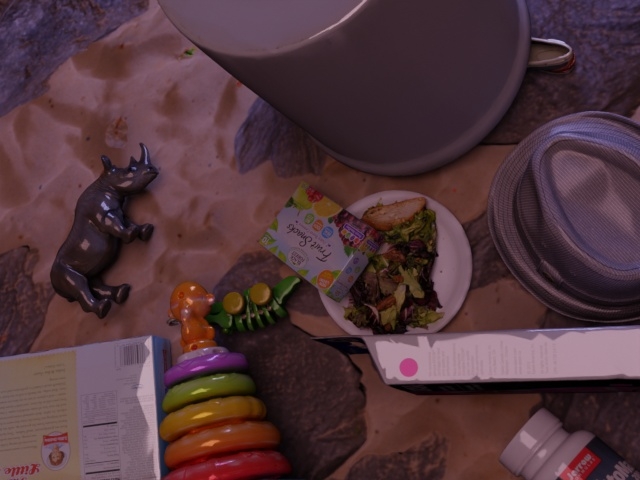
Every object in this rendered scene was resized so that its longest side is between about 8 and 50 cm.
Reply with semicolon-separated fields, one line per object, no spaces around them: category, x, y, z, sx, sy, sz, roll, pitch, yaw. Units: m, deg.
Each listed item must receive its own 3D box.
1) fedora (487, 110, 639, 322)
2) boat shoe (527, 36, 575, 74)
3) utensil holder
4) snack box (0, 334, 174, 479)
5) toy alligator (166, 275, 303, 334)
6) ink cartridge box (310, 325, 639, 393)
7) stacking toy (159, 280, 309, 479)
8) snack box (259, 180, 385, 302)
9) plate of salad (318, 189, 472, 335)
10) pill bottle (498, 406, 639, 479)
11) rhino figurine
fedora;0.318;-0.039;1.193;0.244;0.124;0.275;-35;71;6
boat shoe;0.251;-0.235;1.300;0.137;0.043;0.049;10;83;19
utensil holder;0.036;-0.277;1.169;0.328;0.385;0.327;-5;76;23
snack box;-0.350;0.240;1.358;0.322;0.060;0.187;-9;75;14
toy alligator;-0.106;0.097;1.321;0.190;0.056;0.051;-20;73;12
ink cartridge box;0.189;0.137;1.163;0.371;0.176;0.069;-1;78;16
stacking toy;-0.135;0.192;1.254;0.175;0.166;0.301;-21;71;19
snack box;0.000;0.000;1.299;0.141;0.037;0.100;36;92;41
plate of salad;0.088;0.031;1.285;0.200;0.048;0.199;-3;77;15
pill bottle;0.290;0.273;1.139;0.180;0.108;0.108;40;91;20
rhino figurine;-0.287;-0.022;1.393;0.106;0.073;0.243;18;82;16
